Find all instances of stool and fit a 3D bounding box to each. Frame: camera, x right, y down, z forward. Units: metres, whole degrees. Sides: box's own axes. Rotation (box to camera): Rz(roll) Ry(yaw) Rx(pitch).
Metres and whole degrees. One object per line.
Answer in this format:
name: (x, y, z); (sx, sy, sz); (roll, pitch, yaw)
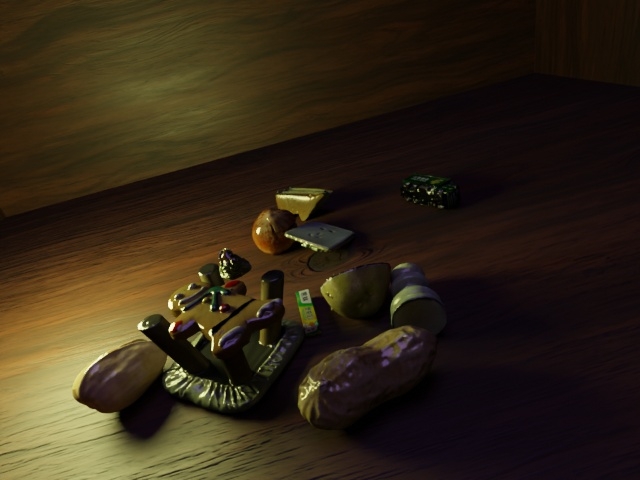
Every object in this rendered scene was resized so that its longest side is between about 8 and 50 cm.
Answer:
stool: (-0.242, 0.228, 1.032); (0.310, 0.226, 0.310); (2, 31, 27)

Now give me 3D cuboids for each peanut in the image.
peanut: (0.103, 0.277, 0.858); (0.325, 0.153, 0.140); (-27, 35, -9)

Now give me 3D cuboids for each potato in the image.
potato: (0.110, 0.150, 1.111); (0.202, 0.182, 0.117); (-12, 62, -13)

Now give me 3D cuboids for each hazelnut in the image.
hazelnut: (-0.176, -0.044, 1.536); (0.182, 0.182, 0.182); (-11, 29, 6)

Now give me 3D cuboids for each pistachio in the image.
pistachio: (-0.503, 0.336, 1.038); (0.157, 0.157, 0.229); (3, 21, 30)

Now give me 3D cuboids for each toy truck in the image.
toy truck: (0.434, -0.194, 1.614); (0.121, 0.088, 0.259); (-29, 30, -25)

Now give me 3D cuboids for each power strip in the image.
power strip: (0.000, 0.000, 1.477); (0.198, 0.065, 0.213); (20, 26, 27)

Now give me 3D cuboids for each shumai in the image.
shumai: (-0.223, 0.052, 1.024); (0.083, 0.080, 0.082); (-2, 28, 24)

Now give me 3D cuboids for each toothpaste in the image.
toothpaste: (-0.037, 0.205, 1.169); (0.043, 0.037, 0.178); (-17, 29, -3)

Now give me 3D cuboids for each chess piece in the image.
chess piece: (0.241, 0.138, 1.079); (0.133, 0.133, 0.243); (-10, 24, 8)

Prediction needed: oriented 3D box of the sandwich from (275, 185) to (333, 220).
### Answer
sandwich: (-0.060, -0.164, 1.753); (0.235, 0.128, 0.122); (7, 32, 33)

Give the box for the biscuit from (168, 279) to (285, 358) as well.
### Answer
biscuit: (-0.233, 0.150, 0.890); (0.301, 0.049, 0.197); (14, 36, 42)
